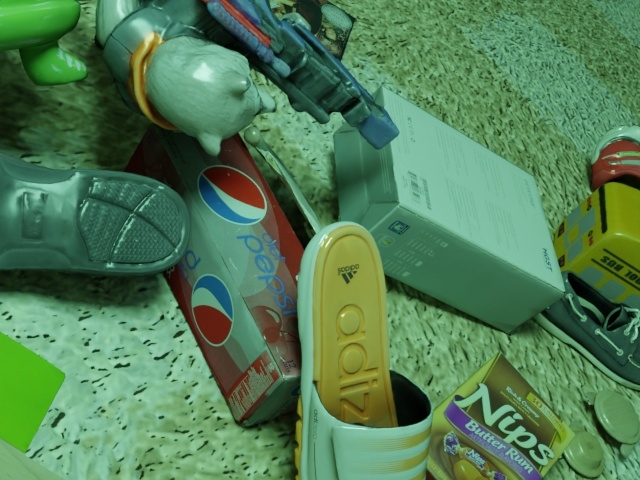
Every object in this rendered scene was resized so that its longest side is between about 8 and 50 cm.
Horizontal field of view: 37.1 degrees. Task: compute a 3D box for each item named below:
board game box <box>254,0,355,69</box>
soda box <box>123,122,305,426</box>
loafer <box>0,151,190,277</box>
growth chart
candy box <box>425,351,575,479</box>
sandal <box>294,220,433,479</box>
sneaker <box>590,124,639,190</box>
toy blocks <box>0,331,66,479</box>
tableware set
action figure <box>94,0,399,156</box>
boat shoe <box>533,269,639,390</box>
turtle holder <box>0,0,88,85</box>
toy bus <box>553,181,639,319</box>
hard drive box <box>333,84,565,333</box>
[{"bbox_3d":[-0.082,-0.276,1.127,0.243,0.042,0.165,30,40,-12],"label":"board game box"},{"bbox_3d":[-0.073,0.021,0.817,0.092,0.083,0.263,-7,58,-42],"label":"soda box"},{"bbox_3d":[-0.255,-0.021,0.726,0.303,0.095,0.109,12,77,-25],"label":"loafer"},{"bbox_3d":[0.000,0.000,0.877,0.237,0.021,0.172,60,3,24],"label":"growth chart"},{"bbox_3d":[0.143,0.187,0.857,0.109,0.053,0.187,48,38,11],"label":"candy box"},{"bbox_3d":[0.035,0.120,0.712,0.102,0.076,0.265,-13,102,-34],"label":"sandal"},{"bbox_3d":[0.491,-0.044,1.345,0.279,0.107,0.118,31,58,-7],"label":"sneaker"},{"bbox_3d":[-0.248,0.161,0.422,0.381,0.261,0.190,36,36,-16],"label":"toy blocks"},{"bbox_3d":[0.311,0.233,0.974,0.141,0.020,0.168,-16,65,-44],"label":"tableware set"},{"bbox_3d":[-0.102,-0.162,0.836,0.341,0.178,0.330,39,13,-32],"label":"action figure"},{"bbox_3d":[0.331,0.102,1.077,0.206,0.065,0.075,31,39,-11],"label":"boat shoe"},{"bbox_3d":[-0.331,-0.219,0.677,0.320,0.227,0.243,-12,22,-33],"label":"turtle holder"},{"bbox_3d":[0.458,0.060,1.168,0.333,0.130,0.108,30,39,-12],"label":"toy bus"},{"bbox_3d":[0.133,-0.031,1.006,0.232,0.089,0.181,26,40,-27],"label":"hard drive box"}]
